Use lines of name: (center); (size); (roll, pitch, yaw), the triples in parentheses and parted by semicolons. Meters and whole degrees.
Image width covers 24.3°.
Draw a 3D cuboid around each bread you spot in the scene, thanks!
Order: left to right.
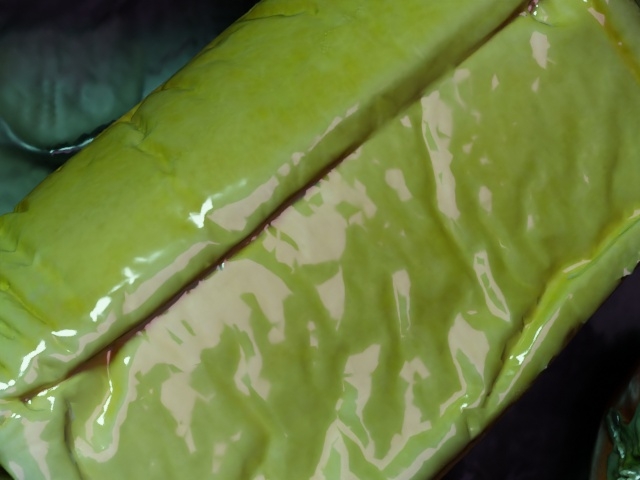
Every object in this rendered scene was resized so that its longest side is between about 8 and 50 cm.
bread: (0.000, 0.000, 0.501); (0.288, 0.119, 0.152); (-42, 110, -17)

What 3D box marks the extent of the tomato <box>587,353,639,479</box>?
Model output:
tomato: (0.169, 0.084, 0.598); (0.139, 0.091, 0.159); (7, 115, -15)
